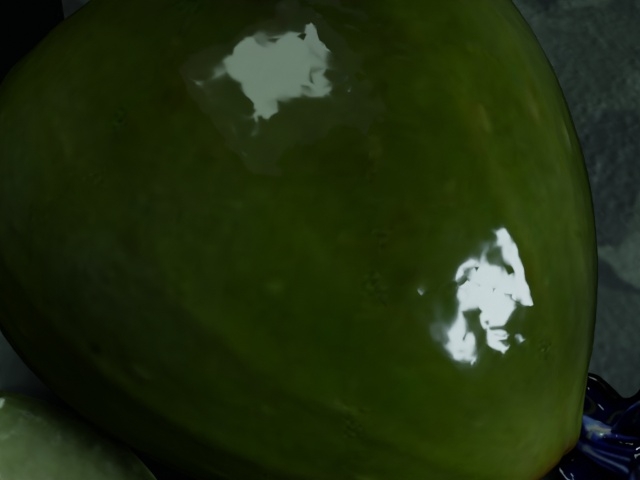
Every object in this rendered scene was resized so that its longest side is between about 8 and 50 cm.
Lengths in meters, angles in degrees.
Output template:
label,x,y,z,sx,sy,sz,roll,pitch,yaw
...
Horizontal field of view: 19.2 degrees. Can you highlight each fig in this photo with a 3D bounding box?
label,x,y,z,sx,sy,sz,roll,pitch,yaw
fig,0.000,0.000,0.920,0.316,0.316,0.316,2,50,-3

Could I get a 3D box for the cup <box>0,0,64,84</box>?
label,x,y,z,sx,sy,sz,roll,pitch,yaw
cup,-0.258,-0.148,1.085,0.223,0.177,0.169,13,53,5

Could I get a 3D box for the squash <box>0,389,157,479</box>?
label,x,y,z,sx,sy,sz,roll,pitch,yaw
squash,-0.189,0.179,0.894,0.252,0.049,0.252,2,51,-3

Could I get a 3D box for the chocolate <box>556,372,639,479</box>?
label,x,y,z,sx,sy,sz,roll,pitch,yaw
chocolate,0.279,0.137,0.940,0.343,0.126,0.148,24,86,24
